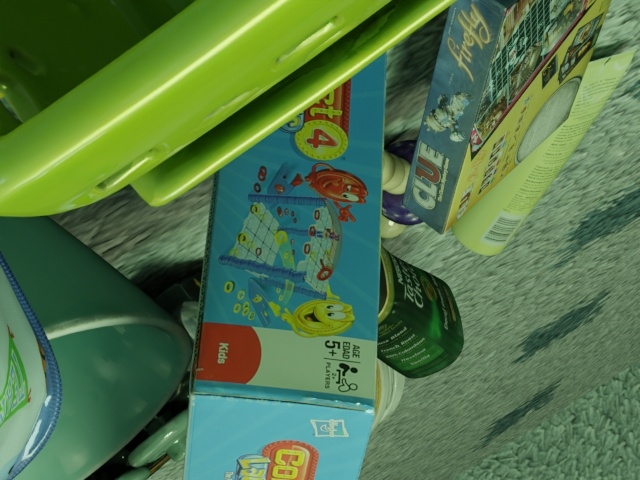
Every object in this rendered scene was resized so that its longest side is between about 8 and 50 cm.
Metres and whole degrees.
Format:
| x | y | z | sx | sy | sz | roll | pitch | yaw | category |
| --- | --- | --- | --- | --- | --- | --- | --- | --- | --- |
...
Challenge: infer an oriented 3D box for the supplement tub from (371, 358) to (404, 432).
| x | y | z | sx | sy | sz | roll | pitch | yaw | category |
| --- | --- | --- | --- | --- | --- | --- | --- | --- | --- |
| -0.027 | 0.135 | 1.490 | 0.144 | 0.144 | 0.200 | -45 | 160 | 31 | supplement tub |

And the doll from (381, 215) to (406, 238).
| x | y | z | sx | sy | sz | roll | pitch | yaw | category |
| --- | --- | --- | --- | --- | --- | --- | --- | --- | --- |
| 0.106 | -0.062 | 1.367 | 0.189 | 0.046 | 0.129 | -45 | 176 | 35 | doll |

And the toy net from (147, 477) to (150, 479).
| x | y | z | sx | sy | sz | roll | pitch | yaw | category |
| --- | --- | --- | --- | --- | --- | --- | --- | --- | --- |
| -0.204 | 0.217 | 1.568 | 0.122 | 0.045 | 0.232 | -35 | 164 | -4 | toy net |

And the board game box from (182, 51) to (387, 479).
| x | y | z | sx | sy | sz | roll | pitch | yaw | category |
| --- | --- | --- | --- | --- | --- | --- | --- | --- | --- |
| -0.026 | 0.042 | 0.925 | 0.086 | 0.302 | 0.308 | 6 | 144 | -4 | board game box |

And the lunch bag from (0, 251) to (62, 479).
| x | y | z | sx | sy | sz | roll | pitch | yaw | category |
| --- | --- | --- | --- | --- | --- | --- | --- | --- | --- |
| -0.271 | 0.048 | 0.677 | 0.303 | 0.243 | 0.115 | -34 | 173 | 6 | lunch bag |

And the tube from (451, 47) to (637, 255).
| x | y | z | sx | sy | sz | roll | pitch | yaw | category |
| --- | --- | --- | --- | --- | --- | --- | --- | --- | --- |
| 0.201 | -0.085 | 1.478 | 0.240 | 0.062 | 0.070 | -56 | -164 | 40 | tube |

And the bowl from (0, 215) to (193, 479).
| x | y | z | sx | sy | sz | roll | pitch | yaw | category |
| --- | --- | --- | --- | --- | --- | --- | --- | --- | --- |
| -0.245 | 0.072 | 0.898 | 0.312 | 0.163 | 0.311 | -31 | 162 | -11 | bowl |

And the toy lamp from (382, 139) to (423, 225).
| x | y | z | sx | sy | sz | roll | pitch | yaw | category |
| --- | --- | --- | --- | --- | --- | --- | --- | --- | --- |
| 0.027 | -0.062 | 1.182 | 0.080 | 0.080 | 0.275 | -38 | 165 | 12 | toy lamp |

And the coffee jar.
| x | y | z | sx | sy | sz | roll | pitch | yaw | category |
| --- | --- | --- | --- | --- | --- | --- | --- | --- | --- |
| 0.052 | 0.054 | 1.430 | 0.079 | 0.096 | 0.184 | -27 | 148 | 23 | coffee jar |

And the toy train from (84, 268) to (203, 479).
| x | y | z | sx | sy | sz | roll | pitch | yaw | category |
| --- | --- | --- | --- | --- | --- | --- | --- | --- | --- |
| -0.168 | 0.150 | 1.310 | 0.334 | 0.142 | 0.190 | -44 | 170 | 29 | toy train |

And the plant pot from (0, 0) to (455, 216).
| x | y | z | sx | sy | sz | roll | pitch | yaw | category |
| --- | --- | --- | --- | --- | --- | --- | --- | --- | --- |
| -0.055 | -0.149 | 0.566 | 0.227 | 0.228 | 0.207 | -36 | 170 | 6 | plant pot |

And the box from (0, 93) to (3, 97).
| x | y | z | sx | sy | sz | roll | pitch | yaw | category |
| --- | --- | --- | --- | --- | --- | --- | --- | --- | --- |
| -0.143 | -0.116 | 0.752 | 0.169 | 0.059 | 0.054 | -35 | 162 | 3 | box |

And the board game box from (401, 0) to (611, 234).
| x | y | z | sx | sy | sz | roll | pitch | yaw | category |
| --- | --- | --- | --- | --- | --- | --- | --- | --- | --- |
| 0.140 | -0.130 | 1.132 | 0.165 | 0.042 | 0.243 | -41 | 159 | -30 | board game box |
